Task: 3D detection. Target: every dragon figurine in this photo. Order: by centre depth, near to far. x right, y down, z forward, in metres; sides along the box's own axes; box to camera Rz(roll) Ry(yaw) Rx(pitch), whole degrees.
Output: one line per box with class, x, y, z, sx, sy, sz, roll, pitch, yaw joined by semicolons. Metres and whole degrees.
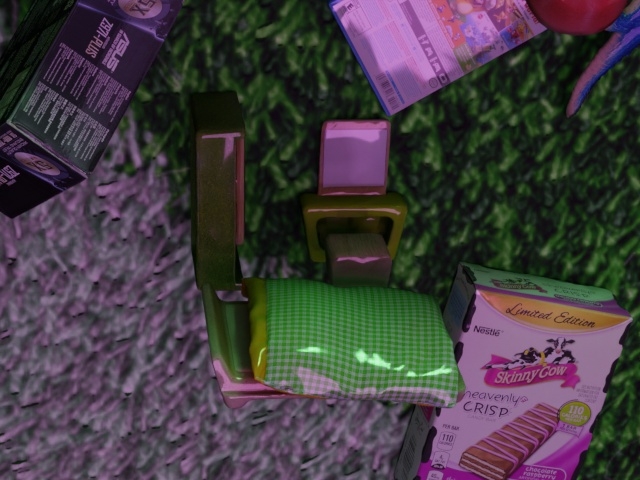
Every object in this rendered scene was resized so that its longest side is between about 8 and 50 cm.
dragon figurine;0.307;-0.223;1.512;0.144;0.085;0.289;8;109;-14

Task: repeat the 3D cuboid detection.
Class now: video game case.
video game case;0.104;-0.197;1.523;0.166;0.015;0.119;-29;114;2

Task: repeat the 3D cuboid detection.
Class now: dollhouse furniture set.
dollhouse furniture set;0.000;0.000;1.426;0.197;0.301;0.151;-1;115;-8

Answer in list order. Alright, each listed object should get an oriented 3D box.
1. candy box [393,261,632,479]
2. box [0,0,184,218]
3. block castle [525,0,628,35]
candy box;0.178;0.149;1.648;0.159;0.071;0.233;10;109;-14
box;-0.204;-0.123;1.380;0.077;0.147;0.180;36;61;-21
block castle;0.359;-0.344;1.350;0.453;0.213;0.303;-10;81;-6
